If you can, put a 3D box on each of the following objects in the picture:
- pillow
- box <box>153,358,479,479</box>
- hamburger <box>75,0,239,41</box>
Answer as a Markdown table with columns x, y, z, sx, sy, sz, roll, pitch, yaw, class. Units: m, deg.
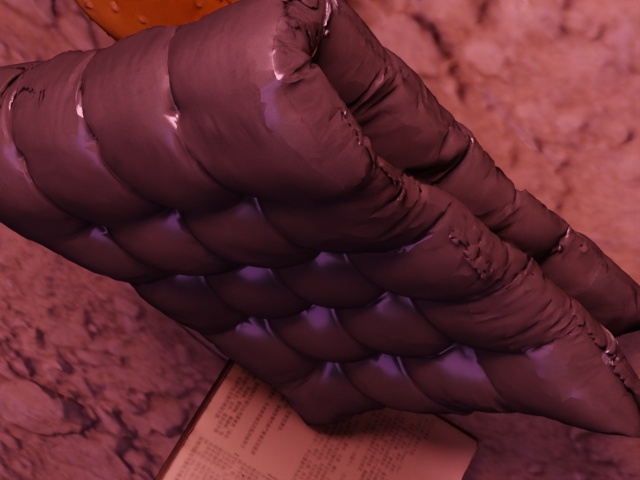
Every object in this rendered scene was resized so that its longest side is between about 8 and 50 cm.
| x | y | z | sx | sy | sz | roll | pitch | yaw | class |
| --- | --- | --- | --- | --- | --- | --- | --- | --- | --- |
| 0.000 | 0.000 | 0.692 | 0.228 | 0.101 | 0.326 | -9 | 145 | 37 | pillow |
| -0.021 | 0.174 | 0.849 | 0.168 | 0.212 | 0.095 | 32 | 138 | 0 | box |
| -0.060 | -0.146 | 0.655 | 0.147 | 0.083 | 0.138 | 44 | 141 | -11 | hamburger |
